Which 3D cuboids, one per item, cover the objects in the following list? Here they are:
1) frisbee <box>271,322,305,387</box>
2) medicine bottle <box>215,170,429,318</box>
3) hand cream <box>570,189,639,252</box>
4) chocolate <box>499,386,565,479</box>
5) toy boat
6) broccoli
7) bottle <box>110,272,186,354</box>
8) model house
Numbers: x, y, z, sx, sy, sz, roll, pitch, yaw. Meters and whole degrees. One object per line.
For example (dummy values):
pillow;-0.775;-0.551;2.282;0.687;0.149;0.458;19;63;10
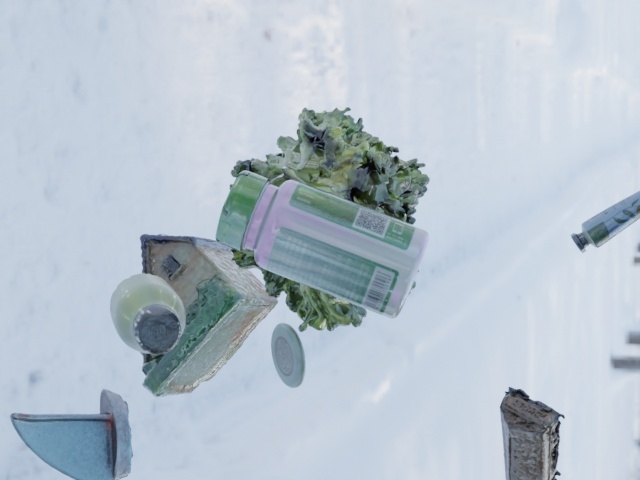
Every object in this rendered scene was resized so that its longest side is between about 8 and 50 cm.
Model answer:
frisbee;-0.055;0.190;1.834;0.014;0.110;0.110;-8;107;-28
medicine bottle;0.000;0.000;1.514;0.133;0.274;0.133;21;90;-88
hand cream;0.578;-0.065;2.044;0.055;0.256;0.088;59;9;22
chocolate;0.321;0.362;1.729;0.065;0.102;0.329;-41;140;-30
toy boat;-0.235;0.185;1.030;0.122;0.034;0.096;6;68;-41
broccoli;0.010;-0.033;1.747;0.334;0.324;0.272;-48;-169;14
bottle;-0.266;0.120;1.732;0.260;0.112;0.112;-157;-114;-74
model house;-0.302;0.130;2.333;0.312;0.280;0.245;-48;162;14
